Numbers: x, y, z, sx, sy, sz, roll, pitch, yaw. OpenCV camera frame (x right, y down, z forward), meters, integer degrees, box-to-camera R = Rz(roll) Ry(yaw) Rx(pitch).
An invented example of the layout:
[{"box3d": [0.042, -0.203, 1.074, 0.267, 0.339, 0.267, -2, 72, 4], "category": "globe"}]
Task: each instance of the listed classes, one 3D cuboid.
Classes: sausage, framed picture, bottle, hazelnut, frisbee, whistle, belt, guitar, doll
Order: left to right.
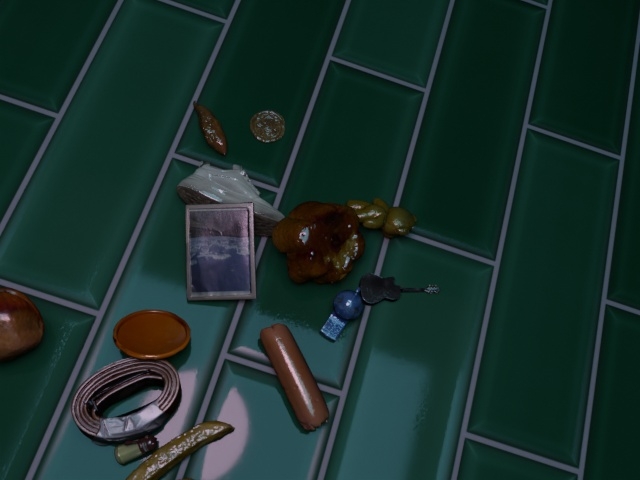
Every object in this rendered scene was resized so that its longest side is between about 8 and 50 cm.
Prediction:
[{"box3d": [-0.759, 0.207, 1.685, 0.181, 0.182, 0.182, 3, 68, -8], "category": "hazelnut"}, {"box3d": [-0.465, 0.389, 1.689, 0.261, 0.105, 0.184, -25, 73, -21], "category": "belt"}, {"box3d": [-0.439, 0.498, 1.667, 0.101, 0.063, 0.047, -23, 75, 1], "category": "bottle"}, {"box3d": [-0.423, 0.241, 1.749, 0.191, 0.035, 0.192, 7, 31, -4], "category": "frisbee"}, {"box3d": [-0.264, 0.030, 1.838, 0.188, 0.023, 0.260, -1, 91, 3], "category": "framed picture"}, {"box3d": [-0.066, 0.345, 1.781, 0.086, 0.086, 0.289, -23, 73, -17], "category": "sausage"}, {"box3d": [0.065, 0.188, 1.864, 0.090, 0.090, 0.158, 33, 67, 4], "category": "whistle"}, {"box3d": [0.166, -0.060, 1.989, 0.209, 0.097, 0.137, 15, 34, 13], "category": "doll"}, {"box3d": [0.221, 0.136, 1.942, 0.233, 0.025, 0.088, 0, 68, -9], "category": "guitar"}]

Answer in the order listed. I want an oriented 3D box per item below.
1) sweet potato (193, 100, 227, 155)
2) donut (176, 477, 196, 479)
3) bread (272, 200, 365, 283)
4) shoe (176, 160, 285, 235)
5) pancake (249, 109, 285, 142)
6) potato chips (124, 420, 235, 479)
[{"box3d": [-0.321, -0.331, 2.018, 0.068, 0.060, 0.206, 2, 50, -50], "category": "sweet potato"}, {"box3d": [-0.340, 0.678, 1.582, 0.261, 0.128, 0.208, -40, 80, -19], "category": "donut"}, {"box3d": [0.009, 0.007, 1.884, 0.246, 0.135, 0.232, -33, 108, -31], "category": "bread"}, {"box3d": [-0.228, -0.133, 1.927, 0.316, 0.124, 0.159, 21, 59, -2], "category": "shoe"}, {"box3d": [-0.156, -0.341, 2.074, 0.114, 0.011, 0.115, 3, 70, -9], "category": "pancake"}, {"box3d": [-0.387, 0.552, 1.660, 0.407, 0.057, 0.080, -38, 74, -21], "category": "potato chips"}]
